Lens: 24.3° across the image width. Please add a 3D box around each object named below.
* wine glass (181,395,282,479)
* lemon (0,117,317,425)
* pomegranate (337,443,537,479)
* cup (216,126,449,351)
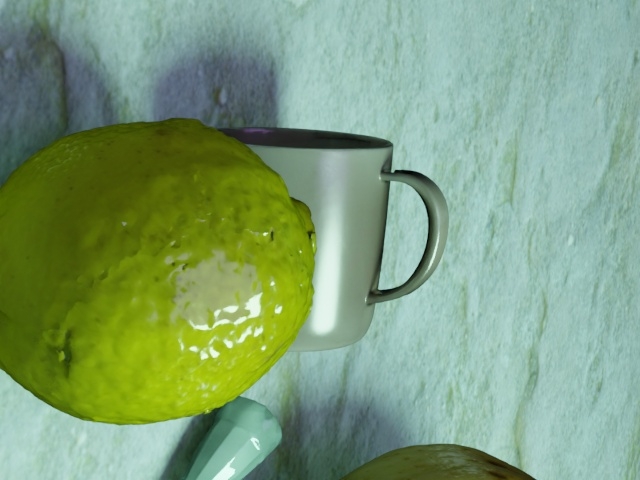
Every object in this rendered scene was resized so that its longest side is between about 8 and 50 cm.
[{"bbox_3d":[-0.111,0.231,1.496,0.155,0.073,0.073,-47,129,-32],"label":"wine glass"},{"bbox_3d":[-0.154,0.029,1.259,0.322,0.268,0.268,-8,103,-18],"label":"lemon"},{"bbox_3d":[0.094,0.395,1.566,0.410,0.410,0.410,-10,103,-50],"label":"pomegranate"},{"bbox_3d":[0.000,0.000,1.454,0.191,0.253,0.200,-23,117,-69],"label":"cup"}]
